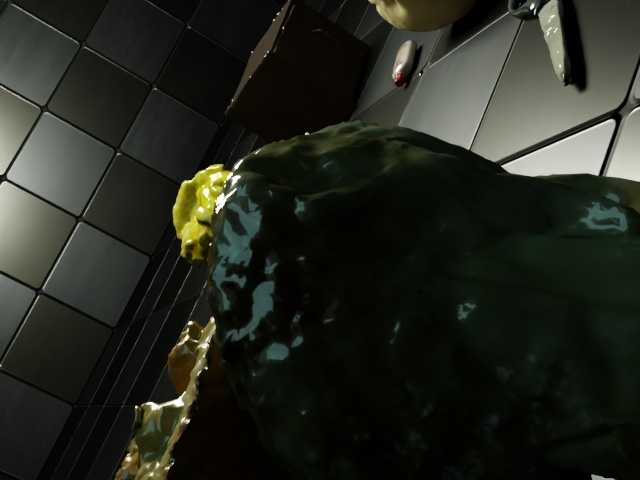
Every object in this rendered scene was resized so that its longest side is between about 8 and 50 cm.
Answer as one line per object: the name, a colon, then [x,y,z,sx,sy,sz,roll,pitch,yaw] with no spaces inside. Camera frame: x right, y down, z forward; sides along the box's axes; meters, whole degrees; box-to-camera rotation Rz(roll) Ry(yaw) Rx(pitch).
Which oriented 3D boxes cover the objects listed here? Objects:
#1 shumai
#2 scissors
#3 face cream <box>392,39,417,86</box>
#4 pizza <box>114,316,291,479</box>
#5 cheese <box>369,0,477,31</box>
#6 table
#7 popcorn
shumai: [0.093,0.018,0.417,0.203,0.272,0.222,-45,23,42]
scissors: [0.231,-0.229,0.906,0.109,0.022,0.300,-54,17,35]
face cream: [0.119,-0.250,1.298,0.040,0.021,0.083,-46,22,45]
pizza: [0.012,0.148,0.485,0.087,0.268,0.258,-28,29,41]
cheese: [0.132,-0.390,1.168,0.117,0.218,0.235,-124,44,-77]
table: [-0.033,-0.282,1.565,0.172,0.169,0.193,-46,20,42]
popcorn: [-0.175,-0.039,1.628,0.197,0.155,0.198,-29,50,42]
